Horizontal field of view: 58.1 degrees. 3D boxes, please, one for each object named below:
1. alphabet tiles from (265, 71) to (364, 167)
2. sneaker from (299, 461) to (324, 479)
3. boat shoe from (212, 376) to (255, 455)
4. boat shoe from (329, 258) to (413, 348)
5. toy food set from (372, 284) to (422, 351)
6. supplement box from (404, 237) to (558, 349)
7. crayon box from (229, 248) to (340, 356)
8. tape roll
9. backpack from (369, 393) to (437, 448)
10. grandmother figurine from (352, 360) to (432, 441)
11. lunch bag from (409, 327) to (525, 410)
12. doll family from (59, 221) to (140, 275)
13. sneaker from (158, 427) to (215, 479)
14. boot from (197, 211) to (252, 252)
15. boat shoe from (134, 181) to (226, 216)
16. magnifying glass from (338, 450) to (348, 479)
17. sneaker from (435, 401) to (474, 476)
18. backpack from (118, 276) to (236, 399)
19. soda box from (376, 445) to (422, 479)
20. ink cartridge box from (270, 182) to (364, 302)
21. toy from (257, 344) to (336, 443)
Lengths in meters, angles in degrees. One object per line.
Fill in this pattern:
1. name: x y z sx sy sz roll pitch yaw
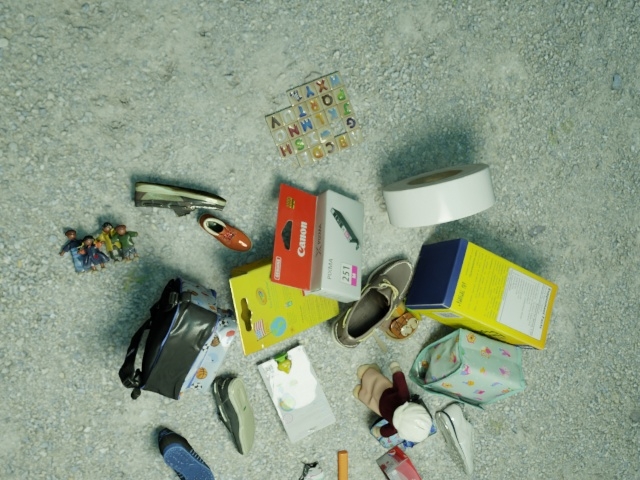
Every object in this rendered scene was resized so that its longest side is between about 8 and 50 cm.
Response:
1. alphabet tiles: -0.019 -0.315 1.535 0.237 0.009 0.198 -25 104 -13
2. sneaker: -0.043 0.665 1.640 0.098 0.038 0.069 -27 103 -22
3. boat shoe: -0.230 0.471 1.546 0.079 0.084 0.233 -4 109 22
4. boat shoe: 0.157 0.163 1.569 0.116 0.097 0.324 48 65 -2
5. toy food set: 0.231 0.232 1.666 0.192 0.038 0.132 -39 106 -9
6. supplement box: 0.454 0.158 1.626 0.356 0.195 0.194 25 74 -18
7. crayon box: -0.103 0.141 1.467 0.318 0.081 0.202 -18 103 -41
8. tape roll: 0.311 -0.122 1.519 0.286 0.286 0.100 -18 101 -14
9. backpack: 0.232 0.534 1.642 0.173 0.158 0.117 -28 65 -7
10. grandmother figurine: 0.188 0.424 1.517 0.104 0.342 0.208 0 97 -17
11. lunch bag: 0.408 0.382 1.645 0.223 0.262 0.160 21 51 -17
12. doll family: -0.532 0.012 1.384 0.193 0.076 0.111 -20 107 -11
13. sneaker: -0.351 0.580 1.515 0.081 0.090 0.232 -30 126 -13
14. boot: -0.238 -0.014 1.466 0.158 0.084 0.059 32 85 -20
15. boat shoe: -0.348 -0.095 1.428 0.223 0.080 0.073 10 99 -13
16. magnifying glass: 0.067 0.728 1.686 0.092 0.026 0.231 -3 97 -17
17. sneaker: 0.435 0.609 1.757 0.095 0.090 0.235 -25 105 -22
18. backpack: -0.324 0.217 1.375 0.213 0.263 0.276 28 100 -26
19. soda box: 0.271 0.749 1.716 0.083 0.092 0.263 -33 105 -12
20. ink cartridge box: 0.000 0.000 1.472 0.239 0.060 0.275 18 65 -33
21. toy: -0.067 0.418 1.589 0.137 0.056 0.237 -24 98 -9
